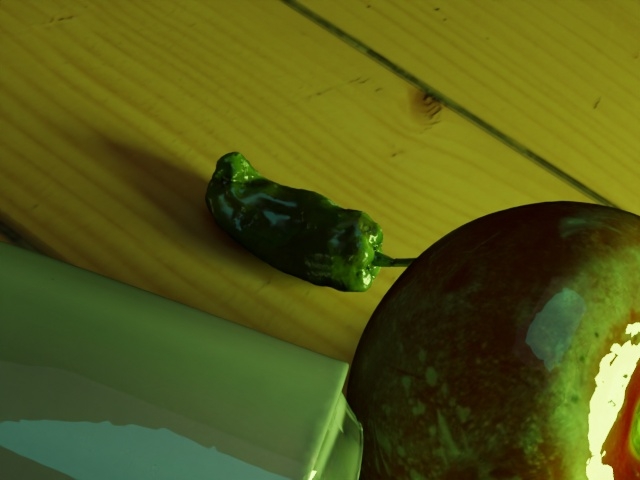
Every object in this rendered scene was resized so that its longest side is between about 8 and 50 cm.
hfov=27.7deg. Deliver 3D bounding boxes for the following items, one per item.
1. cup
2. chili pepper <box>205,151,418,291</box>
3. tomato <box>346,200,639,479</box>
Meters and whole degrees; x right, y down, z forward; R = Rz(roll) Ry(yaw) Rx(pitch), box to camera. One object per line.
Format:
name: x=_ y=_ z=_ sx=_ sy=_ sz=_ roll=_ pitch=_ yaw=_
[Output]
cup: x=-0.178 y=0.121 z=0.639 sx=0.371 sy=0.253 sz=0.253 roll=21 pitch=38 yaw=3
chili pepper: x=-0.001 y=0.000 z=1.003 sx=0.204 sy=0.073 sz=0.072 roll=26 pitch=55 yaw=23
tomato: x=0.139 y=0.110 z=0.807 sx=0.270 sy=0.223 sz=0.270 roll=4 pitch=84 yaw=-37
